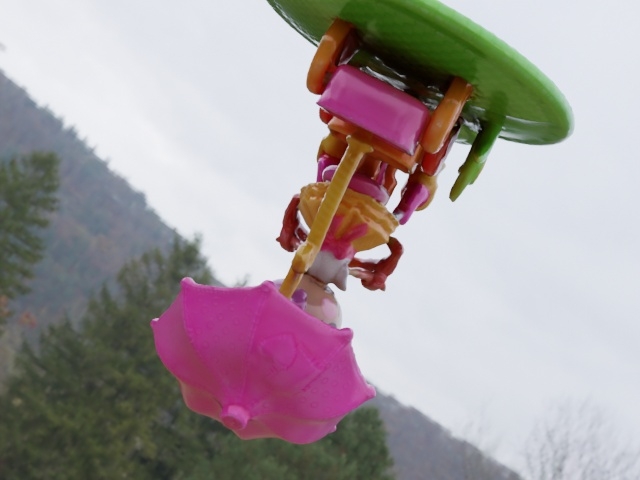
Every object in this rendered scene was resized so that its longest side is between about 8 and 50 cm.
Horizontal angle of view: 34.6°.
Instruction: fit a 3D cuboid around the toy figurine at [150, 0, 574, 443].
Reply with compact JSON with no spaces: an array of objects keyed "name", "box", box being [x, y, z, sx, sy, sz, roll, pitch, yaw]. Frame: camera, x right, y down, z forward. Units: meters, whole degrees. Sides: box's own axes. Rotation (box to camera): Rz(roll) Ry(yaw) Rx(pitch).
[{"name":"toy figurine","box":[0.000,0.000,0.398,0.130,0.159,0.173,28,-2,6]}]
